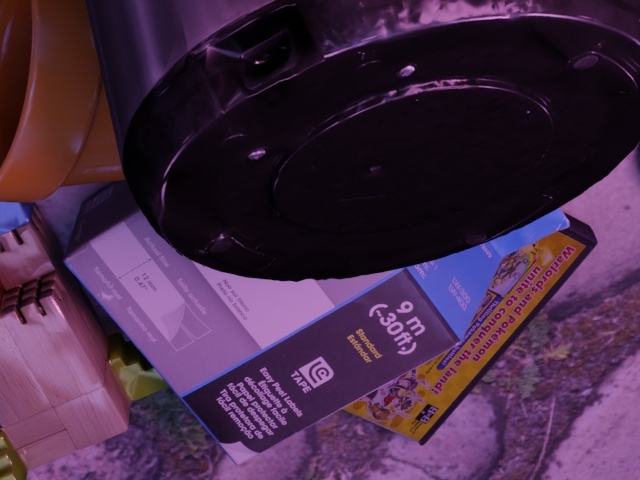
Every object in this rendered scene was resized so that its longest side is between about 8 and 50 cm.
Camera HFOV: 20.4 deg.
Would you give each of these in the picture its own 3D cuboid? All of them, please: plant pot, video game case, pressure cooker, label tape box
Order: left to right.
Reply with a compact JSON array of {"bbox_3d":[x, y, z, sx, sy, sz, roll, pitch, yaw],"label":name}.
[{"bbox_3d":[-0.176,-0.126,1.372,0.188,0.205,0.205,5,126,-33],"label":"plant pot"},{"bbox_3d":[0.000,0.000,1.489,0.348,0.115,0.249,-30,112,18],"label":"label tape box"},{"bbox_3d":[0.017,-0.227,1.202,0.375,0.420,0.370,-33,151,34],"label":"pressure cooker"},{"bbox_3d":[0.073,0.044,1.622,0.248,0.035,0.275,26,116,-25],"label":"video game case"}]

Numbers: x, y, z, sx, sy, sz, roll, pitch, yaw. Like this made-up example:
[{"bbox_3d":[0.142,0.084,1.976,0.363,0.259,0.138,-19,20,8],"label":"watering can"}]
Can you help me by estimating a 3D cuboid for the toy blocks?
[{"bbox_3d":[-0.348,0.090,1.515,0.381,0.190,0.261,-23,114,6],"label":"toy blocks"}]
